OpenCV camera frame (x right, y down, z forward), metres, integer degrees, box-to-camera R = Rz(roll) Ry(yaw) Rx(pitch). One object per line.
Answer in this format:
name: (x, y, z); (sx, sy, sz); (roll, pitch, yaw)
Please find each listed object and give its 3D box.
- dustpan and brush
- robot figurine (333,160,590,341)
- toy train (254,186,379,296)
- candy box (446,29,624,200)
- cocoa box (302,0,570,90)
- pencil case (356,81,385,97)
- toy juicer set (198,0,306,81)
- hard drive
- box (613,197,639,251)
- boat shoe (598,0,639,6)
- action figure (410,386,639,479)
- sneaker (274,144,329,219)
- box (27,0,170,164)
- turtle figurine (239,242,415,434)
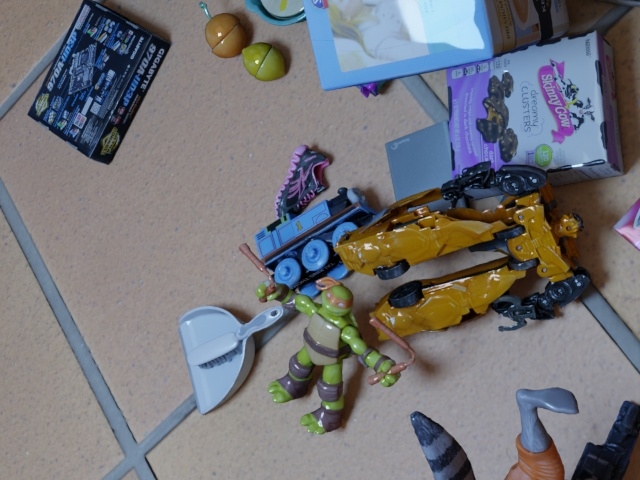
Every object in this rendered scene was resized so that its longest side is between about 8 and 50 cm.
dustpan and brush: (-0.121, 0.139, 1.527); (0.211, 0.060, 0.147); (-27, 67, 25)
robot figurine: (0.175, 0.014, 1.321); (0.291, 0.085, 0.211); (-18, 108, 25)
toy train: (0.000, 0.000, 1.472); (0.184, 0.080, 0.105); (-32, 59, 23)
candy box: (0.258, -0.149, 1.341); (0.196, 0.070, 0.164); (-9, 75, 30)
cocoa box: (0.110, -0.369, 1.262); (0.232, 0.228, 0.347); (-6, 102, 35)
pencil case: (0.095, -0.264, 1.471); (0.151, 0.064, 0.070); (-50, 39, 15)
toy juicer set: (-0.045, -0.330, 1.558); (0.329, 0.089, 0.209); (10, 85, 33)
hard drive: (0.139, -0.078, 1.431); (0.094, 0.022, 0.135); (-19, 70, 28)
box: (0.410, -0.004, 1.106); (0.122, 0.257, 0.128); (46, 105, 28)
boat shoe: (0.425, -0.320, 1.256); (0.324, 0.097, 0.116); (15, 88, 33)
action figure: (0.213, 0.269, 1.168); (0.179, 0.330, 0.341); (18, 59, 28)
sneaker: (-0.023, -0.070, 1.523); (0.057, 0.047, 0.119); (20, 92, 22)
box: (-0.356, -0.255, 1.761); (0.175, 0.051, 0.220); (32, 98, 33)
turtle figurine: (-0.004, 0.125, 1.403); (0.270, 0.087, 0.217); (30, 126, 19)
